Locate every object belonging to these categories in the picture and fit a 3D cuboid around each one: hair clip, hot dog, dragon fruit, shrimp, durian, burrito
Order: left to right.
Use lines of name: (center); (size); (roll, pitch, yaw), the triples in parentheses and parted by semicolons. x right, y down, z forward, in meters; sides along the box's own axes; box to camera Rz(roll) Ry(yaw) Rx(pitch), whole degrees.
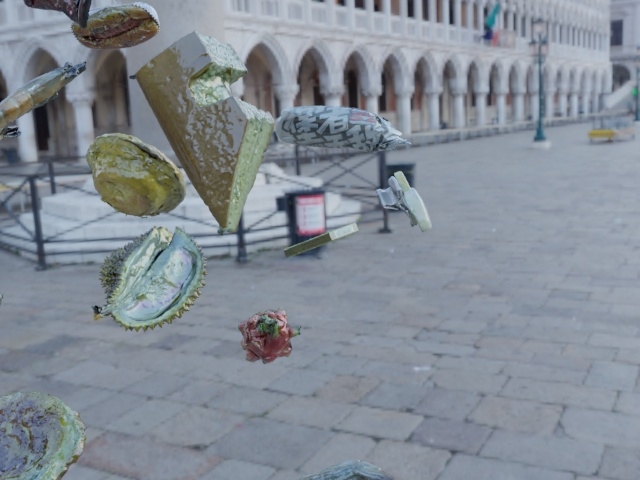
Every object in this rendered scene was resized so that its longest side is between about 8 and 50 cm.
shrimp: (-0.609, -0.289, 1.579); (0.262, 0.051, 0.198); (-44, 10, -23)
hot dog: (-0.596, -0.623, 2.179); (0.268, 0.144, 0.075); (-10, 52, 16)
durian: (-0.325, 0.093, 1.398); (0.237, 0.193, 0.137); (-33, -17, -31)
dragon fruit: (-0.128, 0.235, 1.909); (0.137, 0.135, 0.236); (-18, -21, -30)
burrito: (0.061, -0.335, 2.240); (0.446, 0.138, 0.101); (9, 44, 26)
shrimp: (0.043, 0.490, 1.337); (0.360, 0.085, 0.247); (-9, 27, 45)
hair clip: (0.214, -0.096, 1.857); (0.071, 0.159, 0.218); (-29, -32, 19)

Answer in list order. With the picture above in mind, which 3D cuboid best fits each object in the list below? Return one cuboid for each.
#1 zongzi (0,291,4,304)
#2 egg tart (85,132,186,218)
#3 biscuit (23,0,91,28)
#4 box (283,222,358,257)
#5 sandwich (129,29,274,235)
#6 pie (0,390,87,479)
zongzi: (-0.908, 0.157, 1.993); (0.130, 0.154, 0.062); (46, 38, 18)
egg tart: (-0.491, -0.151, 1.930); (0.295, 0.294, 0.116); (3, 50, 30)
biscuit: (-0.719, -0.691, 2.054); (0.236, 0.151, 0.063); (23, 15, 13)
box: (0.000, 0.000, 2.126); (0.193, 0.030, 0.121); (-22, -2, 44)
sandwich: (-0.131, -0.136, 0.939); (0.128, 0.235, 0.122); (-30, -5, 11)
pie: (-0.735, 0.500, 1.795); (0.355, 0.102, 0.288); (-7, 45, 15)
